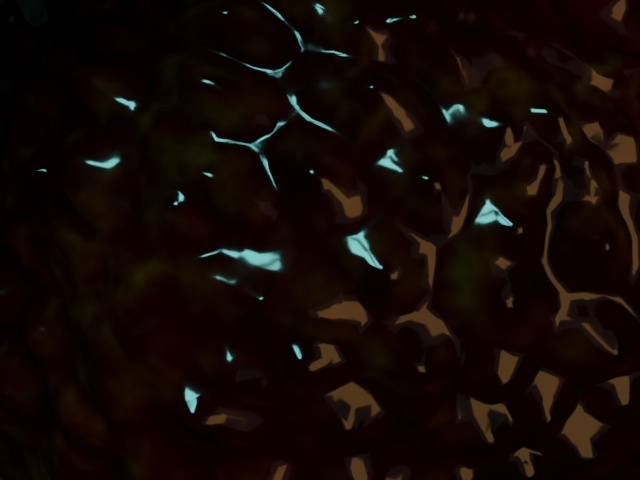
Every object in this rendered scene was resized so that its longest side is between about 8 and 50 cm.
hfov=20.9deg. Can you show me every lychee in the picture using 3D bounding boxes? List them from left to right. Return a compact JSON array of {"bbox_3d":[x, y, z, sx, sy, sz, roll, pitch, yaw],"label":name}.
[{"bbox_3d":[0.000,0.000,0.871,0.424,0.500,0.424,22,90,-89],"label":"lychee"}]

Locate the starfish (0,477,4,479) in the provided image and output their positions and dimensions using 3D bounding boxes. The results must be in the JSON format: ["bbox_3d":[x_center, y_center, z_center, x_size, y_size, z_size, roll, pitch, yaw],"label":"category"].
[{"bbox_3d":[-0.253,0.149,0.952,0.299,0.060,0.302,-47,119,-18],"label":"starfish"}]
